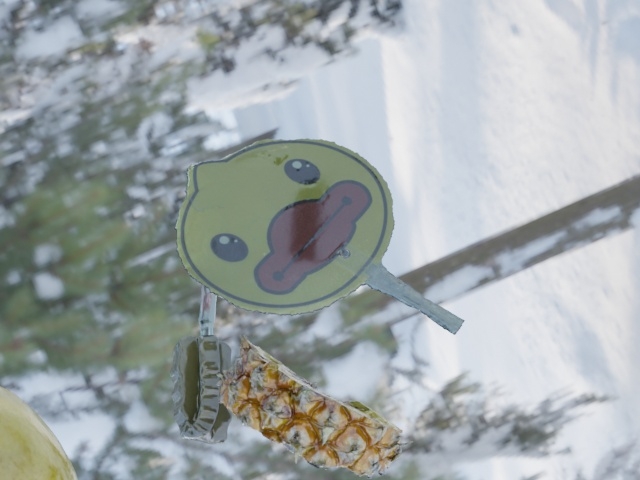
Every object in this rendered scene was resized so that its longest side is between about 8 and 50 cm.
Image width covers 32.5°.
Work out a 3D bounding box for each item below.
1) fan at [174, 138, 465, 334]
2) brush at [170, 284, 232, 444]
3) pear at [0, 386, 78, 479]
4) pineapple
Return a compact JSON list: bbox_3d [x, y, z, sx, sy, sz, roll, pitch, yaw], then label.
[{"bbox_3d":[0.000,-0.001,1.106,0.335,0.229,0.011,31,149,17],"label":"fan"},{"bbox_3d":[-0.150,0.112,1.427,0.084,0.071,0.301,43,-137,-61],"label":"brush"},{"bbox_3d":[-0.374,0.289,1.060,0.314,0.314,0.314,157,90,-84],"label":"pear"},{"bbox_3d":[-0.014,0.188,1.194,0.233,0.080,0.135,24,-172,5],"label":"pineapple"}]
